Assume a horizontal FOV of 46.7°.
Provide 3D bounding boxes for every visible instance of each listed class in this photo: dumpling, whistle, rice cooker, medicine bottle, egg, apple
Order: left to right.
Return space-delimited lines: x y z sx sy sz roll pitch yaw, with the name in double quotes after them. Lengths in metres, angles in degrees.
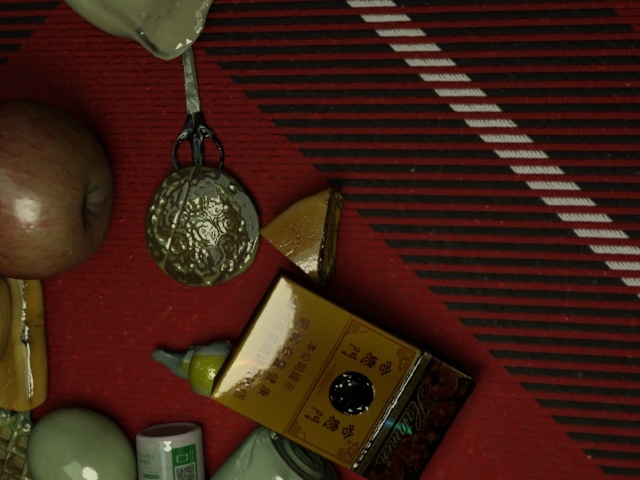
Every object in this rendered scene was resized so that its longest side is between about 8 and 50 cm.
-0.538 -0.092 1.425 0.270 0.345 0.344 11 93 -11 "apple"
-0.471 0.437 1.471 0.253 0.186 0.186 30 96 24 "egg"
-0.366 -0.554 1.434 0.315 0.233 0.395 -43 97 5 "dumpling"
-0.290 0.509 1.470 0.134 0.133 0.273 -5 90 10 "medicine bottle"
-0.238 0.241 1.476 0.223 0.123 0.122 13 93 25 "whistle"
-0.100 0.482 1.399 0.226 0.226 0.244 38 95 8 "rice cooker"

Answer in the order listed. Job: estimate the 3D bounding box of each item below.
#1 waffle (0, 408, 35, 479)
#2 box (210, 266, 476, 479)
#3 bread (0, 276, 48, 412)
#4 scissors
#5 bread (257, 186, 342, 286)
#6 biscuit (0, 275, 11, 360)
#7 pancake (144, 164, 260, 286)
-0.685 0.501 1.579 0.292 0.056 0.309 -28 86 9 "waffle"
0.044 0.259 1.364 0.416 0.116 0.264 30 93 -7 "box"
-0.633 0.200 1.549 0.142 0.091 0.304 -4 90 26 "bread"
-0.258 -0.269 1.512 0.109 0.022 0.299 -5 91 7 "scissors"
0.000 0.000 1.414 0.169 0.140 0.160 -34 79 8 "bread"
-0.761 0.131 1.529 0.344 0.057 0.287 2 85 32 "biscuit"
-0.237 -0.024 1.497 0.250 0.031 0.249 1 96 7 "pancake"
